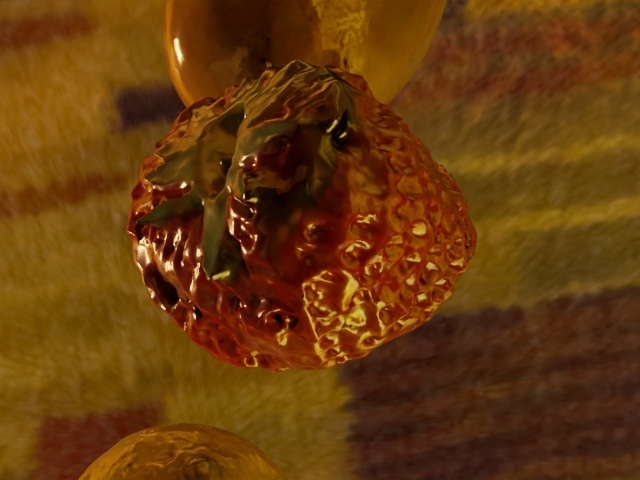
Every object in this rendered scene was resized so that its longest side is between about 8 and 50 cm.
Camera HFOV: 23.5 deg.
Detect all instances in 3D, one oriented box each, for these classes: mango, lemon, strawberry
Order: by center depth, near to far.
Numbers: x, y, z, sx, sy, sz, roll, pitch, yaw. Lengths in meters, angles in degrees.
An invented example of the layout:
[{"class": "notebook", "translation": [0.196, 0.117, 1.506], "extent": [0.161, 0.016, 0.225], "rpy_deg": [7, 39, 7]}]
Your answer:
[{"class": "lemon", "translation": [-0.099, 0.217, 1.046], "extent": [0.180, 0.180, 0.193], "rpy_deg": [44, 107, 2]}, {"class": "strawberry", "translation": [-0.008, 0.003, 1.375], "extent": [0.292, 0.292, 0.310], "rpy_deg": [-42, 117, -8]}, {"class": "mango", "translation": [0.003, -0.277, 1.723], "extent": [0.446, 0.232, 0.300], "rpy_deg": [-48, 130, -39]}]
